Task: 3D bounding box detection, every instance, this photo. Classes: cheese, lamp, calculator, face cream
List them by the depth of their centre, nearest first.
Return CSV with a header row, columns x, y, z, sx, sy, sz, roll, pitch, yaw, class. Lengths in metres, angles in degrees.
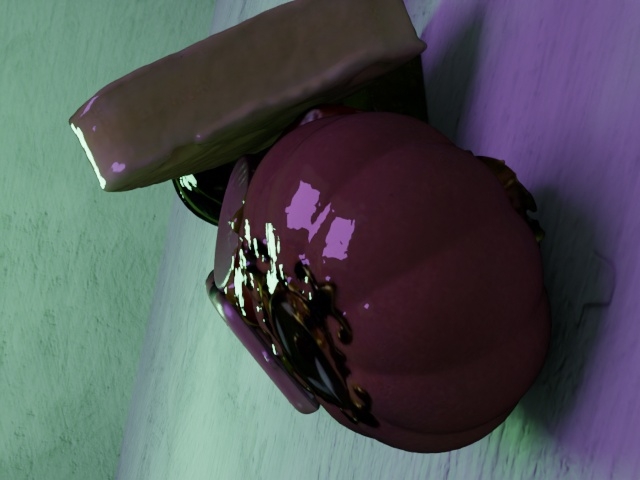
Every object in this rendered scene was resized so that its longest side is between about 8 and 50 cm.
x,y,z,sx,sy,sz,roll,pitch,yaw,class
0.073,0.026,0.992,0.305,0.239,0.305,46,154,30,lamp
-0.056,-0.179,1.297,0.104,0.383,0.384,65,162,-1,cheese
-0.019,-0.005,1.436,0.175,0.194,0.175,-168,90,-75,face cream
-0.080,0.130,1.551,0.048,0.220,0.329,-37,8,-2,calculator

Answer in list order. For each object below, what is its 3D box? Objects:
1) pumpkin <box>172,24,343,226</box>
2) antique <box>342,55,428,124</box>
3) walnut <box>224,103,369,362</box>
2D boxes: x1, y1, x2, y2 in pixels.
x,y,z,sx,sy,sz,roll,pitch,yaw,class
-0.103,-0.174,1.778,0.323,0.241,0.323,-166,90,-74,pumpkin
0.078,-0.156,1.405,0.081,0.080,0.221,117,158,-43,antique
0.000,0.000,1.240,0.269,0.243,0.222,-66,-28,-15,walnut
